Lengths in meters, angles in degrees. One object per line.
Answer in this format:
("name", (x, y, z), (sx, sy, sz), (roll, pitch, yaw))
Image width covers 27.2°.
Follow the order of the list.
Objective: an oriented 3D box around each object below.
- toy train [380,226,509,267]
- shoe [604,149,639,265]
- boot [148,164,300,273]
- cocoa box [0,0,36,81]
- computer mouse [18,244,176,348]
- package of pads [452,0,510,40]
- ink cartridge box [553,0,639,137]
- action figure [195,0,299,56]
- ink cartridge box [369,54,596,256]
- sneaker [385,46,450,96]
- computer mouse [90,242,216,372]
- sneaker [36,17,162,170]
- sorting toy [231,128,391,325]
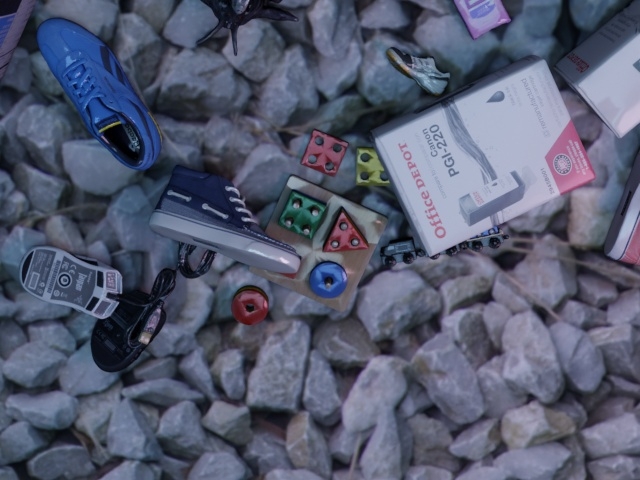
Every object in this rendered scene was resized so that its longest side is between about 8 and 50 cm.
("toy train", (0.150, 0.003, 1.609), (0.158, 0.027, 0.036), (-10, 91, 5))
("shoe", (0.407, -0.050, 1.571), (0.081, 0.063, 0.178), (17, 109, -4))
("boot", (-0.104, -0.027, 1.565), (0.190, 0.069, 0.086), (19, 74, 8))
("cocoa box", (-0.496, -0.311, 1.441), (0.347, 0.231, 0.228), (27, 104, -5))
("computer mouse", (-0.275, 0.056, 1.613), (0.193, 0.042, 0.106), (20, 95, 11))
("package of pads", (0.181, -0.280, 1.533), (0.050, 0.032, 0.083), (-28, 102, 5))
("ink cartridge box", (0.376, -0.220, 1.483), (0.203, 0.148, 0.086), (-40, 102, 11))
("action figure", (-0.074, -0.338, 1.472), (0.164, 0.141, 0.276), (16, 102, -9))
("ink cartridge box", (0.186, -0.099, 1.538), (0.218, 0.092, 0.158), (-25, 99, 4))
("sneaker", (0.116, -0.206, 1.558), (0.083, 0.032, 0.037), (36, 89, -12))
("computer mouse", (-0.198, 0.065, 1.632), (0.071, 0.041, 0.242), (43, 97, 16))
("sneaker", (-0.261, -0.172, 1.548), (0.069, 0.082, 0.209), (-34, 99, 11))
("sorting toy", (0.000, 0.000, 1.601), (0.132, 0.046, 0.274), (24, 103, -5))
